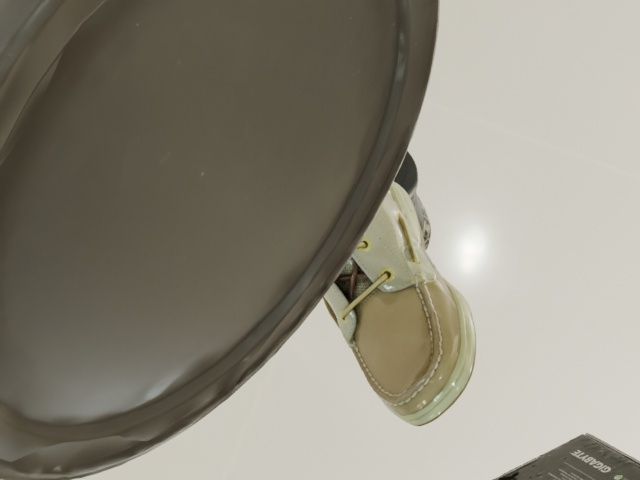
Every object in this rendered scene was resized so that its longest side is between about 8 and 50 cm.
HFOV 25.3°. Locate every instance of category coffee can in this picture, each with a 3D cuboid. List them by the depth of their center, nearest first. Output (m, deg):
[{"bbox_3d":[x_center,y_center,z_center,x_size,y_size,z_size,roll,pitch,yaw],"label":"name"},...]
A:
[{"bbox_3d":[-0.130,-0.082,0.462,0.201,0.275,0.201,-38,147,-30],"label":"coffee can"}]

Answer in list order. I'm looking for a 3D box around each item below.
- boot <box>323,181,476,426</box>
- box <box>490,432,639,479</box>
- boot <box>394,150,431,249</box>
[{"bbox_3d":[0.000,0.000,0.824,0.077,0.165,0.213,-41,-143,18],"label":"boot"},{"bbox_3d":[0.179,0.267,1.048,0.322,0.257,0.079,23,-44,68],"label":"box"},{"bbox_3d":[0.020,-0.087,1.437,0.085,0.236,0.178,-41,155,-5],"label":"boot"}]
